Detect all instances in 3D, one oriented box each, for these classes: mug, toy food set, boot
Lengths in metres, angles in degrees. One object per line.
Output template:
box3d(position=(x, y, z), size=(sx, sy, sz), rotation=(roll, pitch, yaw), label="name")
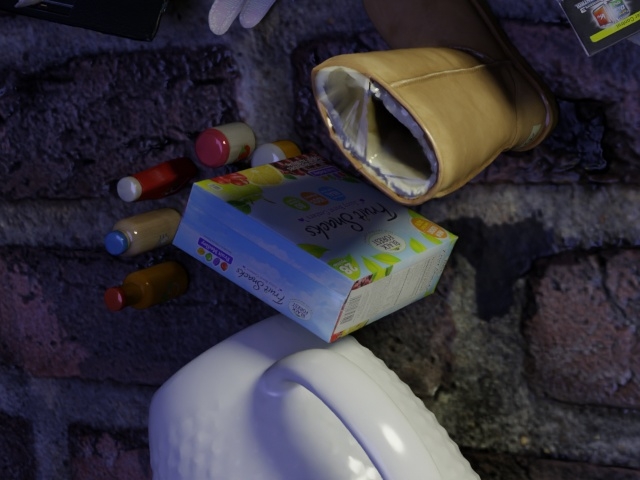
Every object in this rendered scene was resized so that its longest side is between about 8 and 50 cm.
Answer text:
box3d(position=(0.010, 0.223, 1.281), size=(0.328, 0.276, 0.374), rotation=(57, 156, 13), label="mug")
box3d(position=(-0.132, -0.030, 1.433), size=(0.232, 0.104, 0.111), rotation=(-40, 80, 31), label="toy food set")
box3d(position=(0.071, -0.145, 1.191), size=(0.236, 0.269, 0.089), rotation=(44, 119, 15), label="boot")

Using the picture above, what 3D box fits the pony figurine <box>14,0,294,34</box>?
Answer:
box3d(position=(-0.073, -0.332, 1.203), size=(0.351, 0.303, 0.363), rotation=(-23, 82, 43), label="pony figurine")

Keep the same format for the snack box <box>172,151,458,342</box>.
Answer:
box3d(position=(0.000, 0.000, 1.303), size=(0.174, 0.207, 0.070), rotation=(32, 115, 22), label="snack box")

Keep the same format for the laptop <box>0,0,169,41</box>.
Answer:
box3d(position=(-0.239, -0.352, 1.396), size=(0.234, 0.136, 0.264), rotation=(16, 81, 27), label="laptop")

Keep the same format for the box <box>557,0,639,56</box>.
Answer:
box3d(position=(0.260, -0.286, 1.050), size=(0.270, 0.060, 0.216), rotation=(-26, 99, 37), label="box")

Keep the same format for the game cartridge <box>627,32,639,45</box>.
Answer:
box3d(position=(0.366, -0.193, 1.104), size=(0.294, 0.060, 0.196), rotation=(30, 121, 14), label="game cartridge")
